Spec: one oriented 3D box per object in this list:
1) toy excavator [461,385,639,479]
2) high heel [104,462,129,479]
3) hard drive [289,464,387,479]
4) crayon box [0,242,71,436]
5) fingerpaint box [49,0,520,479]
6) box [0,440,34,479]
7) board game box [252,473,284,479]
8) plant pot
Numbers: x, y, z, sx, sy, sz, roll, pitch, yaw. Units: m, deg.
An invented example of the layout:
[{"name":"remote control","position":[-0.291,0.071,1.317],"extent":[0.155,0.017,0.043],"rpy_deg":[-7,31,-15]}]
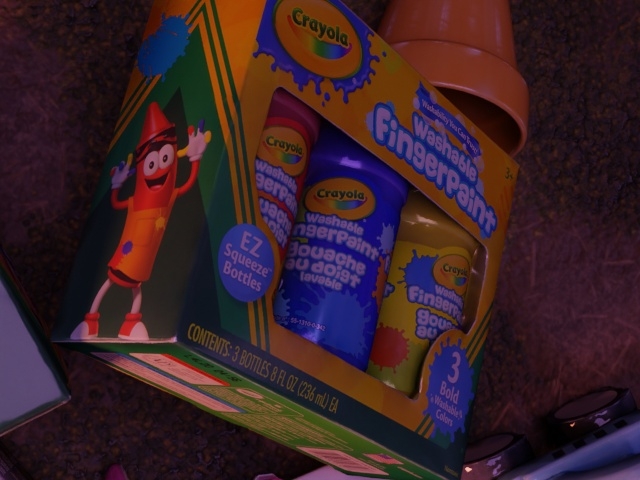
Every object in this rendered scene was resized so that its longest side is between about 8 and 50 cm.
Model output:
[{"name":"toy excavator","position":[0.402,0.279,1.289],"extent":[0.433,0.445,0.222],"rpy_deg":[-21,93,-16]},{"name":"high heel","position":[-0.243,0.363,1.309],"extent":[0.117,0.082,0.244],"rpy_deg":[-5,95,-11]},{"name":"hard drive","position":[0.020,0.347,1.329],"extent":[0.308,0.040,0.203],"rpy_deg":[-17,81,-33]},{"name":"crayon box","position":[-0.349,0.017,1.146],"extent":[0.106,0.363,0.313],"rpy_deg":[-28,94,-12]},{"name":"fingerpaint box","position":[0.000,0.000,1.200],"extent":[0.445,0.163,0.371],"rpy_deg":[35,61,-45]},{"name":"box","position":[-0.377,0.332,1.231],"extent":[0.242,0.076,0.307],"rpy_deg":[-39,92,0]},{"name":"board game box","position":[-0.017,0.513,1.307],"extent":[0.390,0.050,0.390],"rpy_deg":[42,60,-9]},{"name":"plant pot","position":[0.139,-0.205,1.389],"extent":[0.205,0.205,0.188],"rpy_deg":[16,67,-14]}]
